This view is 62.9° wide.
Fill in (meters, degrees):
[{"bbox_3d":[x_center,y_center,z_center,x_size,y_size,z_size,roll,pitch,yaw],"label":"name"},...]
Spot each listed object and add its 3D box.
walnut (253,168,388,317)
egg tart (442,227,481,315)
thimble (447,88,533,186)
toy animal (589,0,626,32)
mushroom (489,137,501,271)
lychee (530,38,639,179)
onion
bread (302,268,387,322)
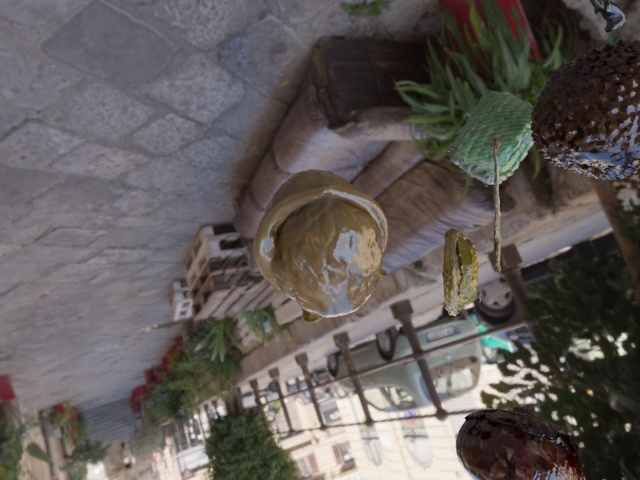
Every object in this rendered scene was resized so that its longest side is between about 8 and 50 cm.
[{"bbox_3d":[0.000,0.000,1.080,0.285,0.296,0.285,-9,131,-10],"label":"walnut"},{"bbox_3d":[0.423,0.101,1.559,0.107,0.290,0.291,0,172,18],"label":"egg tart"},{"bbox_3d":[0.424,-0.247,1.274,0.219,0.150,0.219,-43,158,-23],"label":"thimble"},{"bbox_3d":[0.526,-0.483,0.883,0.146,0.245,0.114,22,-179,-16],"label":"toy animal"},{"bbox_3d":[0.355,-0.064,1.055,0.028,0.286,0.026,-22,-157,-37],"label":"mushroom"},{"bbox_3d":[0.544,-0.248,0.987,0.267,0.267,0.267,-18,166,-5],"label":"lychee"},{"bbox_3d":[0.383,0.420,1.012,0.246,0.190,0.246,21,158,9],"label":"onion"},{"bbox_3d":[0.039,0.100,1.292,0.233,0.088,0.161,-37,-164,2],"label":"bread"}]
